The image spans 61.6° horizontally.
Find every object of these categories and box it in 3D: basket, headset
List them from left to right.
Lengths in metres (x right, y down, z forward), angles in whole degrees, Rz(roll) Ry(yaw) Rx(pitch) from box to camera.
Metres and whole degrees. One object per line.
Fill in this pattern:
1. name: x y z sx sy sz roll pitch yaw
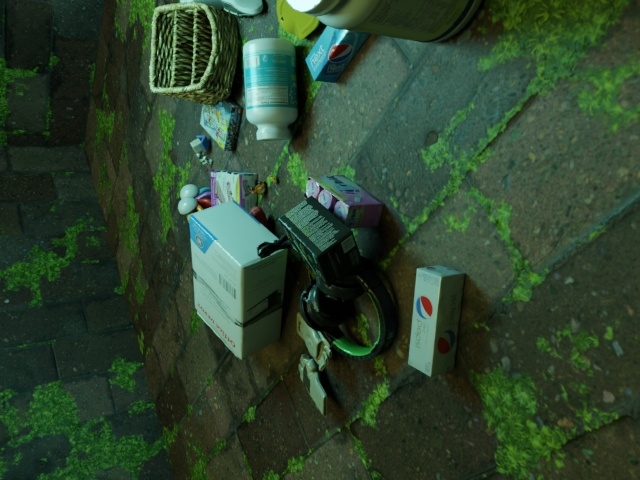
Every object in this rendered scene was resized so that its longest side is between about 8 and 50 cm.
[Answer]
1. basket: -0.413 -0.619 1.759 0.213 0.223 0.299 0 86 50
2. headset: 0.013 0.129 1.333 0.394 0.185 0.243 49 135 24

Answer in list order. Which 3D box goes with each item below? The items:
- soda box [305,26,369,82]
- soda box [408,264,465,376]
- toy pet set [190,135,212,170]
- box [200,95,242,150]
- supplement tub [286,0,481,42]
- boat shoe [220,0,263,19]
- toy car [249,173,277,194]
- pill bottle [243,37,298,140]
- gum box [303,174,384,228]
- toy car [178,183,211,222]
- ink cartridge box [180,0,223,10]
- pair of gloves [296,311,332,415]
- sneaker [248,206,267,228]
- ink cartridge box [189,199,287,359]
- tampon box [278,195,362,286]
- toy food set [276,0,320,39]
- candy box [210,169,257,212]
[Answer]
1. soda box: 0.048 -0.475 1.284 0.210 0.067 0.071 -44 60 50
2. soda box: 0.238 0.164 1.107 0.069 0.074 0.216 21 113 53
3. toy pet set: -0.447 -0.347 2.061 0.122 0.065 0.114 50 169 43
4. box: -0.355 -0.439 1.900 0.233 0.044 0.159 48 132 41
5. supplement tub: 0.113 -0.489 0.955 0.235 0.325 0.235 13 106 55
6. boat shoe: -0.242 -0.732 1.672 0.219 0.078 0.070 41 161 38
7. toy car: -0.179 -0.166 1.683 0.040 0.060 0.122 54 155 -12
8. pill bottle: -0.137 -0.413 1.496 0.146 0.146 0.264 9 103 55
9. gum box: 0.051 -0.099 1.306 0.188 0.107 0.062 42 128 45
10. toy car: -0.435 -0.128 1.998 0.182 0.136 0.159 -98 -19 -47
11. ink cartridge box: -0.360 -0.912 1.752 0.307 0.129 0.223 -19 80 55
12. pair of gloves: -0.015 0.342 1.507 0.204 0.042 0.240 -143 49 -63
13. sneaker: -0.170 0.009 1.693 0.128 0.087 0.221 28 131 41
14. ink cartridge box: -0.257 0.123 1.652 0.285 0.166 0.394 40 138 33
15. tampon box: 0.000 0.000 1.233 0.161 0.101 0.120 45 165 38
16. toy food set: -0.027 -0.607 1.381 0.218 0.071 0.128 -9 112 58
17. candy box: -0.302 -0.160 1.847 0.233 0.071 0.159 15 107 53
